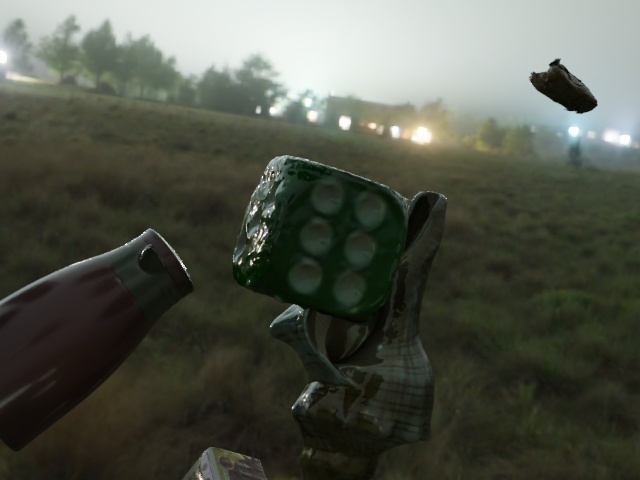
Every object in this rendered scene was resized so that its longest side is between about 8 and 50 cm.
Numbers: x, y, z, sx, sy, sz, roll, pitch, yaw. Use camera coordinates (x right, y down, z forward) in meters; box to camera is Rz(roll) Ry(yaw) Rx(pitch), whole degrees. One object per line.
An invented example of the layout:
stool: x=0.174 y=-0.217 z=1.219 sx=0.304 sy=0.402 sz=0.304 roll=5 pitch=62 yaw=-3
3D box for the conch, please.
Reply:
conch: x=0.041 y=0.123 z=1.041 sx=0.203 sy=0.386 sz=0.169 roll=24 pitch=-26 yaw=-23

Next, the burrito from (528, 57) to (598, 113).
burrito: x=0.344 y=-0.212 z=1.280 sx=0.051 sy=0.042 sz=0.171 roll=-14 pitch=-13 yaw=32

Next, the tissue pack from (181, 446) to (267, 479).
tissue pack: x=-0.109 y=0.345 z=1.096 sx=0.099 sy=0.106 sz=0.149 roll=24 pitch=23 yaw=-33

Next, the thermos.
thermos: x=-0.268 y=0.097 z=1.019 sx=0.265 sy=0.146 sz=0.176 roll=-36 pitch=-10 yaw=-19

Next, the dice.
dice: x=0.000 y=0.000 z=0.828 sx=0.131 sy=0.128 sz=0.120 roll=20 pitch=-2 yaw=-18
